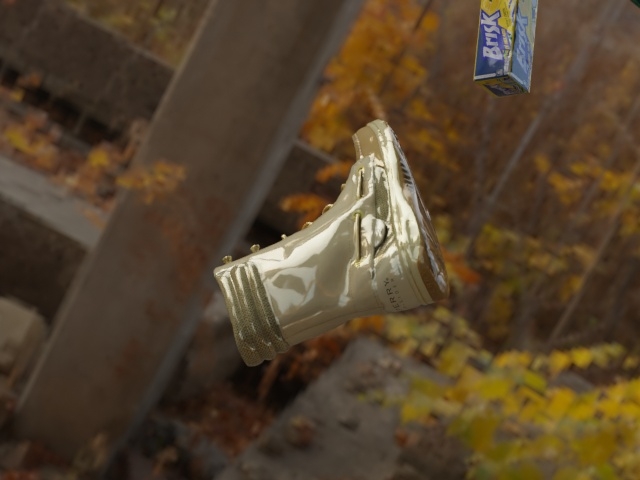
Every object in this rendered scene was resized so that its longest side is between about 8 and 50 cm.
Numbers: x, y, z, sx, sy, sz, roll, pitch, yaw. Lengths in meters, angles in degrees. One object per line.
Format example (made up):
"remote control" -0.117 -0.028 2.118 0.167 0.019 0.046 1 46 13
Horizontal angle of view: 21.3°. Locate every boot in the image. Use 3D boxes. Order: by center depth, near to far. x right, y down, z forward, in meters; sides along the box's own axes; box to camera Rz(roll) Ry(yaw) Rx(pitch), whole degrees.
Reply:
"boot" 0.000 0.000 1.567 0.262 0.203 0.095 -102 167 -53

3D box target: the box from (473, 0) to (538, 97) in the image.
"box" 0.237 -0.270 2.167 0.054 0.169 0.059 -6 -22 34

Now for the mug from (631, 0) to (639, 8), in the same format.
"mug" 0.328 -0.169 1.345 0.158 0.129 0.097 65 9 18
